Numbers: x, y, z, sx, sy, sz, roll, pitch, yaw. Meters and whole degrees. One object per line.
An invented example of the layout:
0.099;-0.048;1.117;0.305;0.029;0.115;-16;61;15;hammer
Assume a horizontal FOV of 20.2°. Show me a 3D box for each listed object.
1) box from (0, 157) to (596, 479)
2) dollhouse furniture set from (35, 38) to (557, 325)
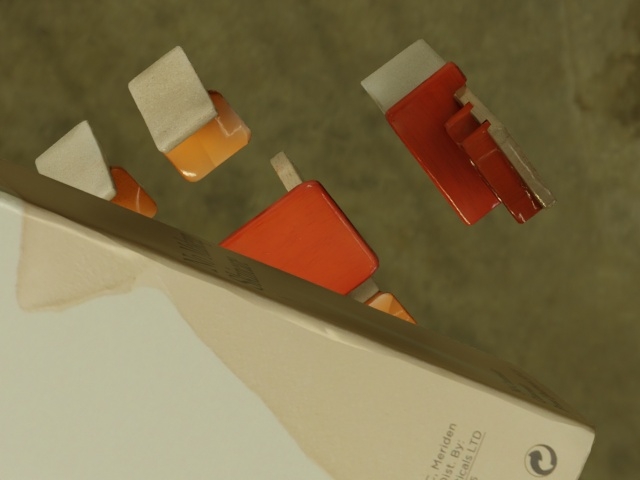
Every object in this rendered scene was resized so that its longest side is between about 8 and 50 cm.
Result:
-0.059;0.065;0.768;0.311;0.148;0.121;22;94;-11;box
0.000;0.000;1.099;0.259;0.135;0.262;-37;122;5;dollhouse furniture set
